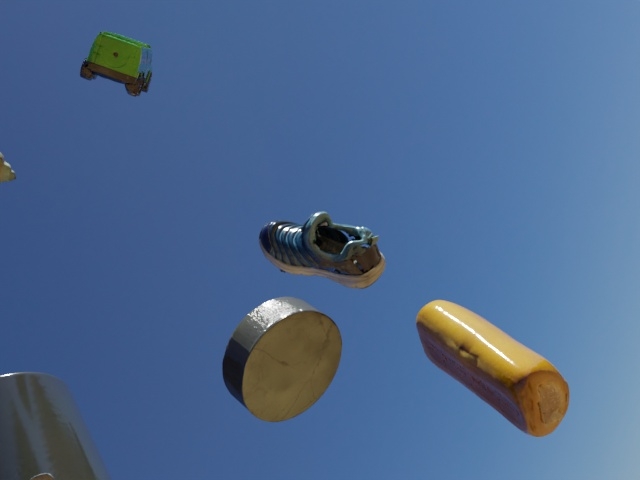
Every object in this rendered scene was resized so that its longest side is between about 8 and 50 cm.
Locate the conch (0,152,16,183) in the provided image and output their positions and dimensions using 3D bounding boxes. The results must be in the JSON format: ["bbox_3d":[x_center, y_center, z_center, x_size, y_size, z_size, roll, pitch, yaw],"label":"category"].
[{"bbox_3d":[-0.454,-0.125,0.968,0.106,0.173,0.116,-35,-32,-4],"label":"conch"}]

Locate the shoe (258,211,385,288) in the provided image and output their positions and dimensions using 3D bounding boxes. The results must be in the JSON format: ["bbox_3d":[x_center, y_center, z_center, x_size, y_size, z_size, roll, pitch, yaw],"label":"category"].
[{"bbox_3d":[0.000,0.000,1.258,0.091,0.207,0.106,-54,-35,-39],"label":"shoe"}]

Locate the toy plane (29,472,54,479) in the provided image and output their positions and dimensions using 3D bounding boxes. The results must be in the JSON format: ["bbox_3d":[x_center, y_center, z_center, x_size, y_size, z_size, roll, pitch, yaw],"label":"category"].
[{"bbox_3d":[-0.271,0.326,0.664,0.267,0.212,0.088,-26,-4,6],"label":"toy plane"}]

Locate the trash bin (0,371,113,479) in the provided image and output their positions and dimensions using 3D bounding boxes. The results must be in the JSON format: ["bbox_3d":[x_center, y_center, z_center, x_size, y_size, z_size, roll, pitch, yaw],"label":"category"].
[{"bbox_3d":[-0.304,0.324,0.903,0.214,0.333,0.214,-21,-39,-17],"label":"trash bin"}]

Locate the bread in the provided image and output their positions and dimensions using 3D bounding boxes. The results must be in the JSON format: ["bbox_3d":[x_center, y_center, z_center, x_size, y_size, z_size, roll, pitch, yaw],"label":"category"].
[{"bbox_3d":[0.194,0.139,0.945,0.074,0.239,0.092,-24,-67,-15],"label":"bread"}]

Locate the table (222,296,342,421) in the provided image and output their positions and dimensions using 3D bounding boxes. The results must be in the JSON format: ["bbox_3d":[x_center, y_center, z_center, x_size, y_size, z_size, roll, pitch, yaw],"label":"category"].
[{"bbox_3d":[-0.041,0.130,0.912,0.134,0.043,0.133,-18,-59,-33],"label":"table"}]

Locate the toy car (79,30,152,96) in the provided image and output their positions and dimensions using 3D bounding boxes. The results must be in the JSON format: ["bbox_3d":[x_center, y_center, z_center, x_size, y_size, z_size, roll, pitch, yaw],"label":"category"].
[{"bbox_3d":[-0.247,-0.223,1.037,0.165,0.071,0.062,-111,41,-77],"label":"toy car"}]
